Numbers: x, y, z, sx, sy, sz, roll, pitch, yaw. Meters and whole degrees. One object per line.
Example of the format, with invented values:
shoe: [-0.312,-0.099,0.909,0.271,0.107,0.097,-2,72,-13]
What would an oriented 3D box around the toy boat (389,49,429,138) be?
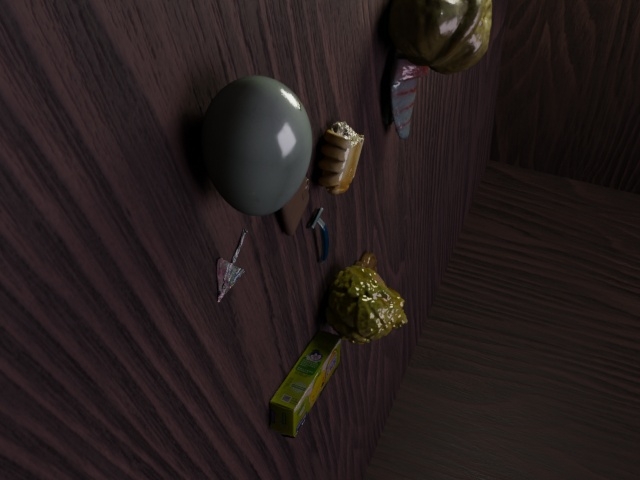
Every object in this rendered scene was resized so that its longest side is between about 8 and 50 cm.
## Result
toy boat: [0.248,-0.421,2.096,0.206,0.096,0.282,-42,145,-48]

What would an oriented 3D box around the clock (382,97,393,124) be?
clock: [0.210,-0.389,2.129,0.085,0.017,0.085,16,90,-72]

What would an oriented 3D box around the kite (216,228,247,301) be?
kite: [-0.177,0.051,1.412,0.139,0.011,0.156,46,62,-71]

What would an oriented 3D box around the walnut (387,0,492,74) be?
walnut: [0.323,-0.598,1.896,0.282,0.253,0.276,33,67,-61]

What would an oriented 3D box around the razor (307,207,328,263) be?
razor: [0.004,0.001,1.836,0.191,0.037,0.068,81,30,-51]

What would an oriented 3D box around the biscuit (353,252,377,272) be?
biscuit: [0.148,0.145,2.361,0.183,0.047,0.319,-64,160,-20]

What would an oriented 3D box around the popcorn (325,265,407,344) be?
popcorn: [0.126,0.199,2.063,0.212,0.259,0.259,-38,162,8]

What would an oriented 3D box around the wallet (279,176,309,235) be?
wallet: [-0.061,-0.090,1.579,0.152,0.039,0.118,79,35,-60]

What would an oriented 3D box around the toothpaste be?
toothpaste: [-0.038,0.396,1.984,0.327,0.077,0.110,-51,149,-49]

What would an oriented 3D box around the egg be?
egg: [-0.106,-0.150,1.176,0.264,0.183,0.183,94,22,-47]

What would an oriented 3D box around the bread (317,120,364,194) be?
bread: [0.043,-0.199,1.708,0.119,0.084,0.177,-20,125,-65]
